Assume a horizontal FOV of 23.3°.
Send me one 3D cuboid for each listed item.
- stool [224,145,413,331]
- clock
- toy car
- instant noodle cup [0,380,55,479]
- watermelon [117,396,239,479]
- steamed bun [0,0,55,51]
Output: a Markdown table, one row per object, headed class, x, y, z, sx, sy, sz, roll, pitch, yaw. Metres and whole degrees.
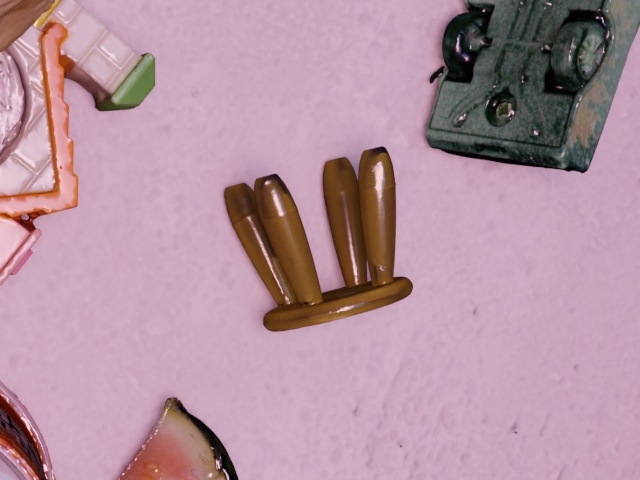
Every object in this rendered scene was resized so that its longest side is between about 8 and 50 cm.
| class | x | y | z | sx | sy | sz | roll | pitch | yaw |
| --- | --- | --- | --- | --- | --- | --- | --- | --- | --- |
| stool | 0.000 | 0.000 | 1.107 | 0.134 | 0.135 | 0.111 | -16 | 93 | -63 |
| clock | -0.260 | -0.107 | 1.018 | 0.255 | 0.106 | 0.220 | 40 | 78 | -15 |
| toy car | 0.186 | -0.206 | 1.164 | 0.097 | 0.141 | 0.321 | 27 | 80 | -45 |
| instant noodle cup | -0.271 | 0.192 | 0.970 | 0.250 | 0.192 | 0.250 | 0 | 91 | -19 |
| watermelon | -0.121 | 0.237 | 1.097 | 0.119 | 0.063 | 0.245 | 26 | 87 | -5 |
| steamed bun | -0.261 | -0.163 | 0.903 | 0.172 | 0.141 | 0.155 | -37 | 92 | -21 |
